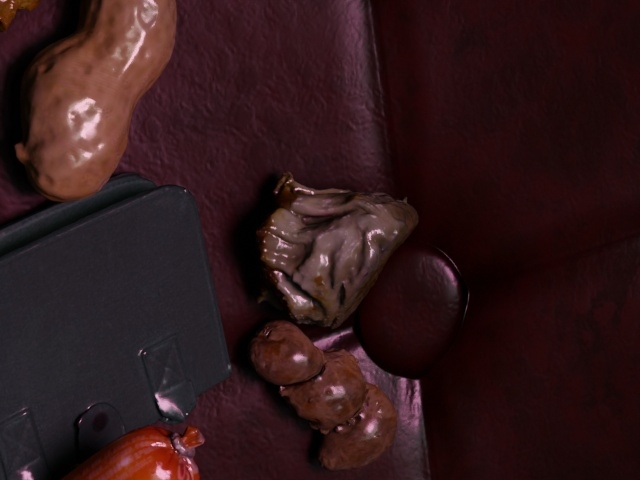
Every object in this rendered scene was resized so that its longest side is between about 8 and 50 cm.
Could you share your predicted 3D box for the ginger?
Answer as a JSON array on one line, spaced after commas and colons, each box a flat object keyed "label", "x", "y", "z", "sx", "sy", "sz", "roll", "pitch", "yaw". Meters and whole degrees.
[{"label": "ginger", "x": 0.003, "y": 0.156, "z": 1.827, "sx": 0.104, "sy": 0.080, "sz": 0.204, "roll": -46, "pitch": 120, "yaw": -14}]

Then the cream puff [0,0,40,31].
[{"label": "cream puff", "x": -0.290, "y": -0.227, "z": 1.593, "sx": 0.083, "sy": 0.058, "sz": 0.083, "roll": 2, "pitch": 93, "yaw": -32}]

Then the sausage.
[{"label": "sausage", "x": -0.220, "y": 0.262, "z": 1.582, "sx": 0.312, "sy": 0.093, "sz": 0.093, "roll": -37, "pitch": 122, "yaw": 17}]

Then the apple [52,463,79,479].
[{"label": "apple", "x": -0.205, "y": 0.260, "z": 1.686, "sx": 0.114, "sy": 0.102, "sz": 0.099, "roll": -7, "pitch": 100, "yaw": -38}]

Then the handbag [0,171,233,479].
[{"label": "handbag", "x": -0.237, "y": 0.093, "z": 1.639, "sx": 0.326, "sy": 0.089, "sz": 0.238, "roll": -28, "pitch": 115, "yaw": -35}]

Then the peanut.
[{"label": "peanut", "x": -0.202, "y": -0.160, "z": 1.636, "sx": 0.117, "sy": 0.101, "sz": 0.263, "roll": 37, "pitch": 76, "yaw": -42}]

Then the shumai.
[{"label": "shumai", "x": 0.002, "y": -0.002, "z": 1.802, "sx": 0.142, "sy": 0.184, "sz": 0.184, "roll": 37, "pitch": 73, "yaw": 2}]
